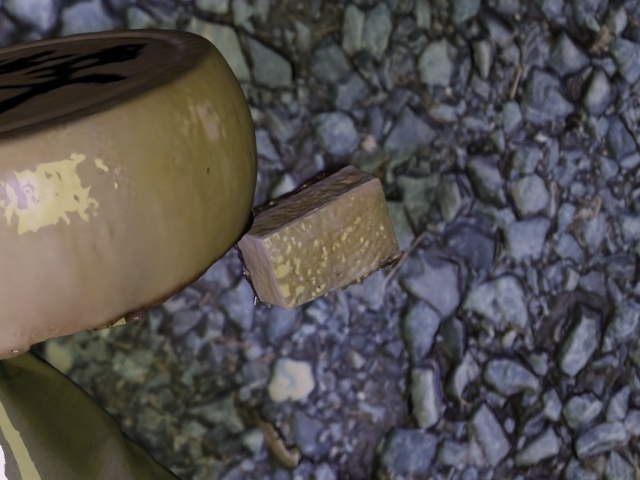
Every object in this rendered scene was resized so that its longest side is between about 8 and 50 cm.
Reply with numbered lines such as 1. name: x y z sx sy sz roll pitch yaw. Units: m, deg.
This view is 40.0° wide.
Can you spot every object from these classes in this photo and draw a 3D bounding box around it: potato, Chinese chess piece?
1. potato: -0.002 0.001 0.685 0.122 0.061 0.086 -28 108 -24
2. Chinese chess piece: -0.162 -0.037 0.483 0.257 0.257 0.104 -24 119 -26

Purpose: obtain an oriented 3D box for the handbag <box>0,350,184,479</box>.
1. handbag: -0.264 0.196 0.524 0.316 0.109 0.253 -47 108 -18
